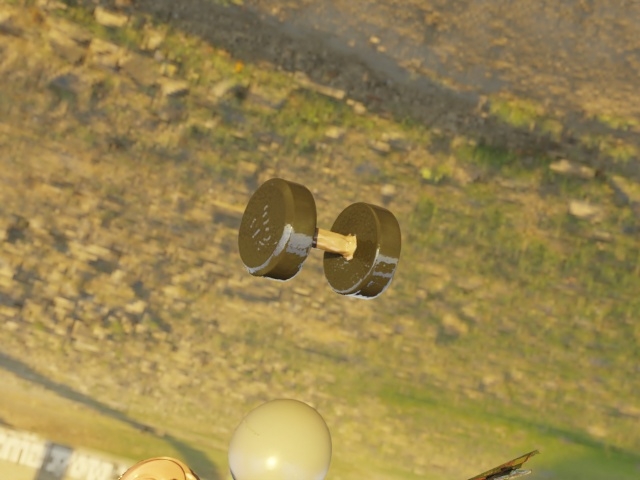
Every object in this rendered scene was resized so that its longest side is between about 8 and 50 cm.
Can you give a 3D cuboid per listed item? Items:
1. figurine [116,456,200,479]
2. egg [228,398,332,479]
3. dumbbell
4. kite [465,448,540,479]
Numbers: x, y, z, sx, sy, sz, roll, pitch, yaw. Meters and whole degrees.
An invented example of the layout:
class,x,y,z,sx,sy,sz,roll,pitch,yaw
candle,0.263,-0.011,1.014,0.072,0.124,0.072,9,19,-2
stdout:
class,x,y,z,sx,sy,sz,roll,pitch,yaw
figurine,-0.166,0.294,1.143,0.126,0.114,0.157,2,179,-38
egg,-0.056,0.305,1.532,0.146,0.147,0.198,13,-170,10
dumbbell,0.000,0.000,1.617,0.218,0.153,0.152,14,169,-32
kite,0.195,0.357,1.506,0.234,0.016,0.321,-26,169,35
